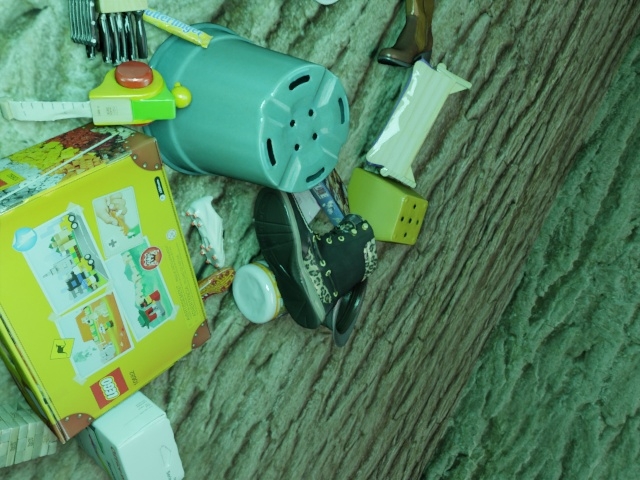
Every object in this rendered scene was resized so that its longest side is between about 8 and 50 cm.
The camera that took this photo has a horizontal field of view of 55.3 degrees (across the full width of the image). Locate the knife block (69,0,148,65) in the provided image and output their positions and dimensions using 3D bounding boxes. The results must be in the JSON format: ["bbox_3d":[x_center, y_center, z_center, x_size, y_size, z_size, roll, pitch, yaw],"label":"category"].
[{"bbox_3d":[-0.367,-0.468,1.113,0.276,0.088,0.242,-60,142,-9],"label":"knife block"}]

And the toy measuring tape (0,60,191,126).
[{"bbox_3d":[-0.408,-0.272,1.132,0.330,0.121,0.121,-5,115,-14],"label":"toy measuring tape"}]

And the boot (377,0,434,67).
[{"bbox_3d":[0.260,-0.644,1.747,0.264,0.096,0.280,-18,120,-43],"label":"boot"}]

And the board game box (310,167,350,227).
[{"bbox_3d":[0.019,-0.151,1.675,0.243,0.042,0.165,55,23,-47],"label":"board game box"}]

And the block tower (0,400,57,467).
[{"bbox_3d":[-0.686,0.393,1.167,0.335,0.097,0.091,-2,109,-51],"label":"block tower"}]

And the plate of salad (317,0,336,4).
[{"bbox_3d":[0.025,-0.684,1.493,0.200,0.048,0.200,-37,143,-34],"label":"plate of salad"}]

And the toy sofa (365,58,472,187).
[{"bbox_3d":[0.283,-0.352,1.841,0.362,0.177,0.150,-63,-177,9],"label":"toy sofa"}]

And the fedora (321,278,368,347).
[{"bbox_3d":[0.045,0.174,1.859,0.275,0.124,0.244,-71,158,-8],"label":"fedora"}]

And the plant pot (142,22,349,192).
[{"bbox_3d":[-0.142,-0.261,1.280,0.341,0.334,0.341,-25,126,-39],"label":"plant pot"}]

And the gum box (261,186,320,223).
[{"bbox_3d":[-0.090,-0.131,1.585,0.062,0.107,0.188,-53,140,-17],"label":"gum box"}]

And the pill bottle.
[{"bbox_3d":[-0.088,0.112,1.664,0.278,0.162,0.162,-19,121,-43],"label":"pill bottle"}]

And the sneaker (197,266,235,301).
[{"bbox_3d":[-0.289,0.114,1.500,0.175,0.067,0.064,-34,133,-17],"label":"sneaker"}]

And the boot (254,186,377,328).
[{"bbox_3d":[0.000,0.000,1.556,0.284,0.138,0.377,-32,110,-40],"label":"boot"}]

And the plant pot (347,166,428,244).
[{"bbox_3d":[0.203,-0.087,1.883,0.212,0.187,0.212,9,101,-50],"label":"plant pot"}]

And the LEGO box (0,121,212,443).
[{"bbox_3d":[-0.459,0.074,1.188,0.372,0.193,0.500,-34,131,-35],"label":"LEGO box"}]

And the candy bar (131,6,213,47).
[{"bbox_3d":[-0.293,-0.424,1.199,0.018,0.161,0.040,-51,-159,51],"label":"candy bar"}]

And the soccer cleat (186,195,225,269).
[{"bbox_3d":[-0.260,-0.017,1.480,0.076,0.068,0.196,-41,132,-33],"label":"soccer cleat"}]

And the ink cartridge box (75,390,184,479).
[{"bbox_3d":[-0.435,0.409,1.316,0.117,0.278,0.201,-32,130,-36],"label":"ink cartridge box"}]
